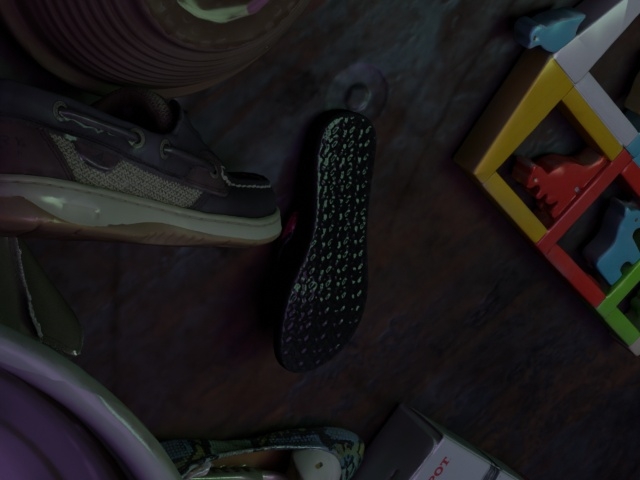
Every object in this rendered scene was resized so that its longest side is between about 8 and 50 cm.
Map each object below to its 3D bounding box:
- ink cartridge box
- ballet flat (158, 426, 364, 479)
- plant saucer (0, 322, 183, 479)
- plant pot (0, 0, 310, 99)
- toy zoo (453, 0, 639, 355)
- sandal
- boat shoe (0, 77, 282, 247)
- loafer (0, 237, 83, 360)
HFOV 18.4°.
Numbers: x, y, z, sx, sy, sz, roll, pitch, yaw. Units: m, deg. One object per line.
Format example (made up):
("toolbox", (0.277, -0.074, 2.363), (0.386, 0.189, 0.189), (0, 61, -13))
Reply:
("ink cartridge box", (0.089, 0.201, 1.457), (0.150, 0.063, 0.109), (34, 94, -38))
("ballet flat", (-0.040, 0.169, 1.363), (0.188, 0.070, 0.070), (-4, 115, -30))
("plant saucer", (-0.261, 0.172, 1.151), (0.400, 0.100, 0.400), (0, 122, 0))
("plant pot", (-0.076, -0.183, 1.137), (0.237, 0.110, 0.237), (-13, 119, -25))
("toy zoo", (0.217, -0.066, 1.423), (0.192, 0.030, 0.293), (-48, 128, -2))
("sandal", (0.000, 0.000, 1.325), (0.067, 0.040, 0.179), (6, 96, -39))
("boat shoe", (-0.108, -0.044, 1.153), (0.285, 0.103, 0.092), (2, 92, -59))
("loafer", (-0.198, 0.044, 1.198), (0.087, 0.094, 0.251), (-25, 130, -33))
